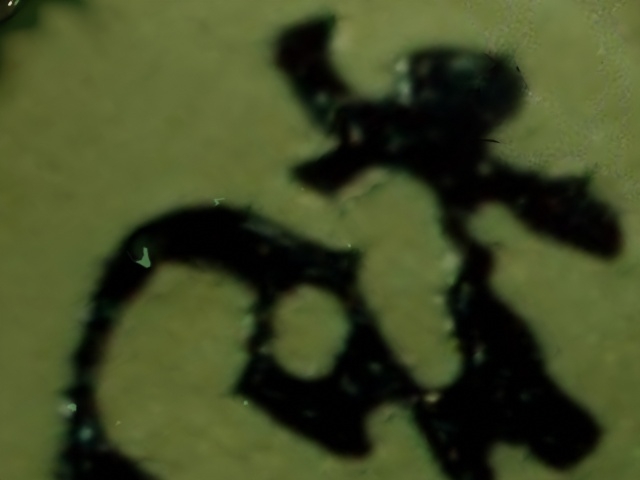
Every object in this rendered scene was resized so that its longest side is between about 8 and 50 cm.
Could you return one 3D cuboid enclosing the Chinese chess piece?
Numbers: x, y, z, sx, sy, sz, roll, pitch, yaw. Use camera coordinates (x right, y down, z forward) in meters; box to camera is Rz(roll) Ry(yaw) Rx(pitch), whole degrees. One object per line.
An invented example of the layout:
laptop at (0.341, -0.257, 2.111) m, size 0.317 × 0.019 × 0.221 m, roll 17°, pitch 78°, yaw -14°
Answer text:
Chinese chess piece at (0.000, 0.000, 0.643) m, size 0.349 × 0.349 × 0.146 m, roll 47°, pitch 13°, yaw -26°
